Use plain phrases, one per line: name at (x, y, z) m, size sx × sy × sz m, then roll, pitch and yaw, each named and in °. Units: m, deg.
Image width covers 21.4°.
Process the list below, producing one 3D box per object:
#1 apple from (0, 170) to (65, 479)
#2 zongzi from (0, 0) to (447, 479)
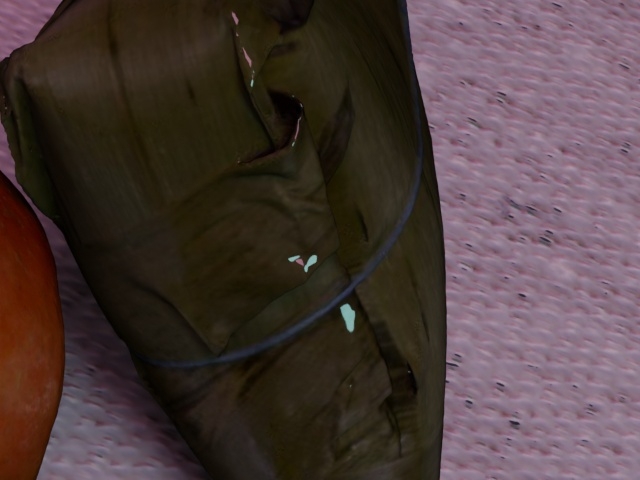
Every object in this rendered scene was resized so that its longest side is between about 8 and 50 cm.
apple at (-0.213, 0.045, 0.654) m, size 0.201 × 0.218 × 0.218 m, roll 16°, pitch 57°, yaw -28°
zongzi at (0.000, 0.000, 0.812) m, size 0.323 × 0.160 × 0.360 m, roll -72°, pitch 142°, yaw -60°
